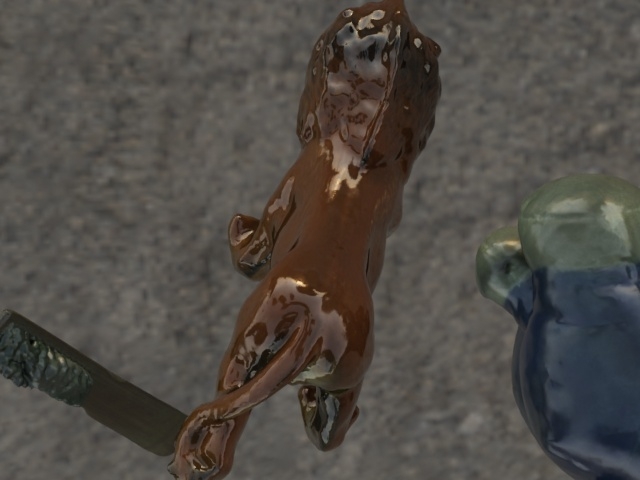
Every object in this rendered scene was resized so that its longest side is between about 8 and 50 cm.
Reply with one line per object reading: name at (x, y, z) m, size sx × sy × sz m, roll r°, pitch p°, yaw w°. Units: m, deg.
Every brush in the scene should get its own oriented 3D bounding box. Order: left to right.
brush at (-0.127, 0.090, 1.000) m, size 0.034 × 0.190 × 0.027 m, roll -40°, pitch 52°, yaw 7°

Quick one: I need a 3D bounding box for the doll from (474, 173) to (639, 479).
doll at (0.183, 0.068, 0.870) m, size 0.228 × 0.258 × 0.154 m, roll 24°, pitch 95°, yaw 15°

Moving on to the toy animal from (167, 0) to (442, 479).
toy animal at (0.000, 0.000, 0.918) m, size 0.097 × 0.312 × 0.157 m, roll 17°, pitch 141°, yaw -3°
